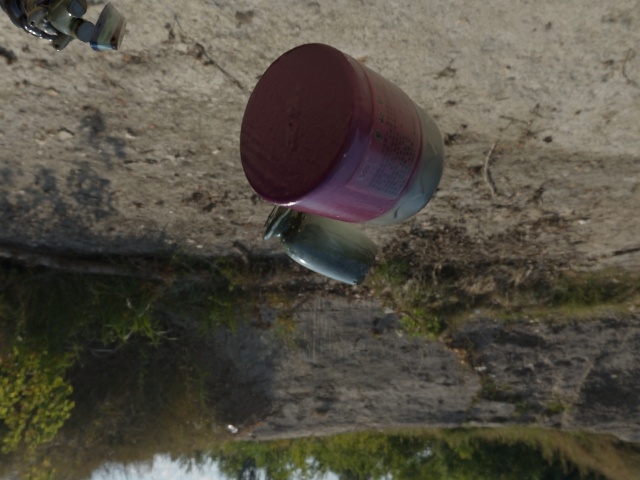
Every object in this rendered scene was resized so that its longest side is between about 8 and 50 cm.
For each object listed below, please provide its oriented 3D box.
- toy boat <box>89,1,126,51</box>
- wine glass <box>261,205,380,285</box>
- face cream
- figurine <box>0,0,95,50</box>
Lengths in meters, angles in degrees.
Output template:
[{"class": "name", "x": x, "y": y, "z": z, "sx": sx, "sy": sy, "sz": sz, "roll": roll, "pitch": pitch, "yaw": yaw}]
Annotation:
[{"class": "toy boat", "x": -0.402, "y": -0.401, "z": 0.902, "sx": 0.045, "sy": 0.229, "sz": 0.080, "roll": 8, "pitch": 122, "yaw": -22}, {"class": "wine glass", "x": 0.000, "y": 0.000, "z": 0.851, "sx": 0.204, "sy": 0.111, "sz": 0.111, "roll": 30, "pitch": 155, "yaw": -8}, {"class": "face cream", "x": 0.031, "y": -0.111, "z": 0.558, "sx": 0.175, "sy": 0.175, "sz": 0.194, "roll": -17, "pitch": 164, "yaw": 39}, {"class": "figurine", "x": -0.845, "y": -0.728, "z": 1.480, "sx": 0.380, "sy": 0.203, "sz": 0.248, "roll": 30, "pitch": 165, "yaw": 29}]
